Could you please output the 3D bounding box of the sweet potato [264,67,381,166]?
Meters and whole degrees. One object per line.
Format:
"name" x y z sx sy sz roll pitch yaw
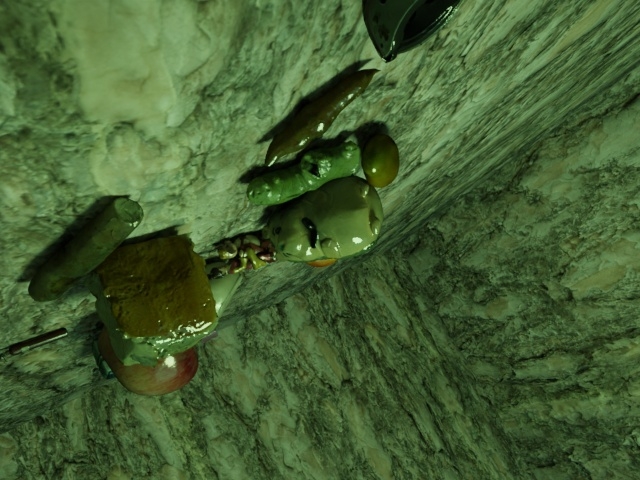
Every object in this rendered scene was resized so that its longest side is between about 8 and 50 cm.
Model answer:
"sweet potato" -0.003 -0.230 0.798 0.273 0.067 0.067 -35 167 19

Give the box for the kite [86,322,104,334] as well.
"kite" -0.739 0.291 1.438 0.090 0.004 0.122 -21 166 -34

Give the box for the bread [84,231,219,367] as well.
"bread" -0.392 0.148 1.018 0.250 0.279 0.225 -20 180 -33

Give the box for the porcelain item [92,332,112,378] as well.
"porcelain item" -0.699 0.397 1.630 0.281 0.157 0.286 -22 167 -38

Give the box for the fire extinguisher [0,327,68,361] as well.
"fire extinguisher" -0.812 0.291 1.210 0.049 0.035 0.173 14 -157 43

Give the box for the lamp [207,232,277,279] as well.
"lamp" -0.241 0.042 1.307 0.253 0.118 0.118 -14 162 -42

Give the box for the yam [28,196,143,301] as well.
"yam" -0.452 0.026 0.813 0.317 0.071 0.067 -34 -156 24

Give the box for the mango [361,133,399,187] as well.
"mango" 0.150 -0.205 1.099 0.099 0.136 0.227 7 -174 15

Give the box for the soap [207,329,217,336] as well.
"soap" -0.437 0.259 1.530 0.065 0.203 0.122 -25 167 -18

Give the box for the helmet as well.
"helmet" 0.120 -0.327 0.571 0.153 0.107 0.177 -36 -174 21

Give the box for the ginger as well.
"ginger" -0.036 -0.156 0.996 0.289 0.089 0.137 -23 -174 -8

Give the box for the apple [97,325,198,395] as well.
"apple" -0.547 0.343 1.371 0.269 0.345 0.345 -16 165 -16

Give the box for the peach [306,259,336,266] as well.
"peach" 0.000 0.000 1.518 0.190 0.190 0.192 -33 168 20

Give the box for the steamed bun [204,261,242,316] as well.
"steamed bun" -0.364 0.169 1.394 0.232 0.145 0.232 -59 -175 8

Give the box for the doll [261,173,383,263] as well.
"doll" 0.006 -0.047 1.233 0.349 0.248 0.247 -16 174 23
